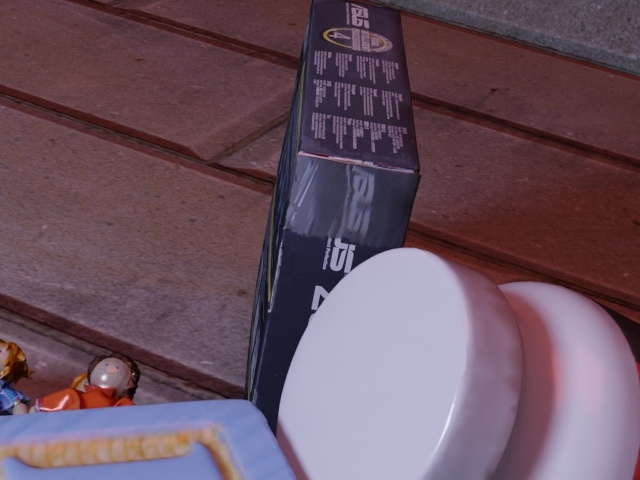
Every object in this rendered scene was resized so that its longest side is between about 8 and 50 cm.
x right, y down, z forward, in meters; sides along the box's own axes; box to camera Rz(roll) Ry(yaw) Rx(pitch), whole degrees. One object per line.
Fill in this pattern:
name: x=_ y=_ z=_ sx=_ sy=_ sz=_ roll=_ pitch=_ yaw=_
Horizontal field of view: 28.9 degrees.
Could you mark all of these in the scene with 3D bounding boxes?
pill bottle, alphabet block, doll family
pill bottle: x=0.164 y=0.150 z=0.793 sx=0.363 sy=0.210 sz=0.210 roll=25 pitch=17 yaw=-31
alphabet block: x=-0.108 y=0.225 z=0.695 sx=0.192 sy=0.197 sz=0.193 roll=-1 pitch=28 yaw=-20
doll family: x=-0.243 y=0.140 z=0.932 sx=0.262 sy=0.118 sz=0.163 roll=11 pitch=43 yaw=12

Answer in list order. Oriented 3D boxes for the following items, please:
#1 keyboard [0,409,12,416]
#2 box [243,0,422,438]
keyboard: x=-0.261 y=0.179 z=0.773 sx=0.192 sy=0.038 sz=0.100 roll=-46 pitch=31 yaw=-15
box: x=0.000 y=0.000 z=1.050 sx=0.097 sy=0.318 sz=0.395 roll=8 pitch=26 yaw=-3
